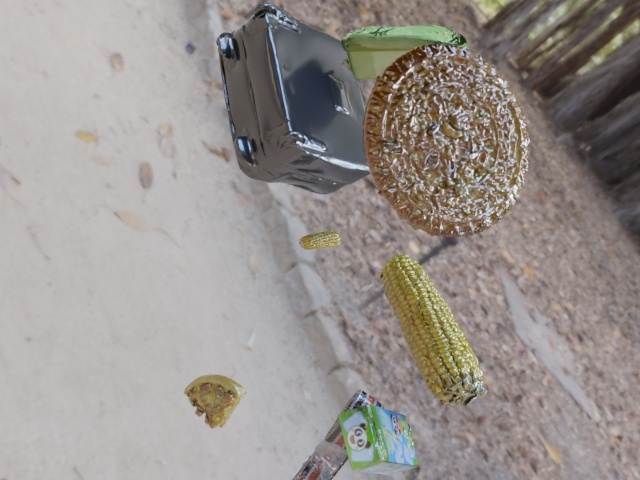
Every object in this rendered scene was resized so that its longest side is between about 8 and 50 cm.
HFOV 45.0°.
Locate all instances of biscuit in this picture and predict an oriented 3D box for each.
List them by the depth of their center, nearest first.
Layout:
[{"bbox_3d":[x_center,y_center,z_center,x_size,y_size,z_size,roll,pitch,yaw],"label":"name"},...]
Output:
[{"bbox_3d":[0.201,-0.153,1.186,0.305,0.305,0.038,44,-18,-16],"label":"biscuit"}]

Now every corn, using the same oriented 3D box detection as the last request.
[{"bbox_3d":[0.202,0.166,1.419,0.115,0.115,0.318,23,35,-48],"label":"corn"},{"bbox_3d":[0.000,0.000,1.649,0.092,0.037,0.037,-10,56,-23],"label":"corn"}]

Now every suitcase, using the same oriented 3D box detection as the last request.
[{"bbox_3d":[-0.039,-0.284,1.611,0.339,0.188,0.345,8,63,-48],"label":"suitcase"}]

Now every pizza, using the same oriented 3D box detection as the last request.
[{"bbox_3d":[-0.253,0.387,1.853,0.046,0.175,0.134,-7,82,-57],"label":"pizza"}]

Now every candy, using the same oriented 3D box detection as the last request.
[{"bbox_3d":[0.102,0.339,1.306,0.194,0.062,0.097,37,35,-60],"label":"candy"}]

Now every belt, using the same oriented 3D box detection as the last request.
[{"bbox_3d":[0.038,0.552,2.042,0.094,0.360,0.126,36,15,8],"label":"belt"}]

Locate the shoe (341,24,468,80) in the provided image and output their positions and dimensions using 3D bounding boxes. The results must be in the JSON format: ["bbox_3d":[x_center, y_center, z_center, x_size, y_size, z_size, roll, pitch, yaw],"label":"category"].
[{"bbox_3d":[0.171,-0.383,1.578,0.140,0.262,0.128,-62,154,-44],"label":"shoe"}]
